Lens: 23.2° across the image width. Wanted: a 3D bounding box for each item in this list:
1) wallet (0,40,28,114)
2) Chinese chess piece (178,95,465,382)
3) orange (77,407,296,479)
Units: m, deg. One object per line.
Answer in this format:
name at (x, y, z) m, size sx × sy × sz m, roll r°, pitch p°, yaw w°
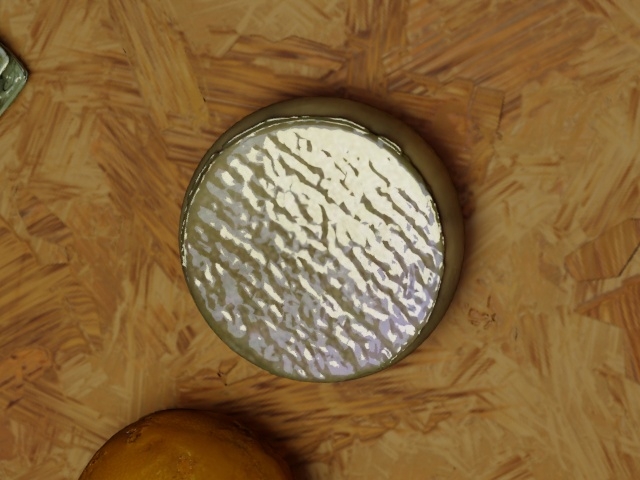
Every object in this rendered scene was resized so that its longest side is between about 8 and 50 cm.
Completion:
wallet at (-0.457, -0.124, 1.568) m, size 0.223 × 0.077 × 0.309 m, roll 42°, pitch 106°, yaw 7°
Chinese chess piece at (0.000, 0.000, 1.454) m, size 0.270 × 0.112 × 0.270 m, roll 3°, pitch 102°, yaw 13°
orange at (-0.125, 0.279, 1.487) m, size 0.240 × 0.240 × 0.240 m, roll 3°, pitch 102°, yaw 13°
